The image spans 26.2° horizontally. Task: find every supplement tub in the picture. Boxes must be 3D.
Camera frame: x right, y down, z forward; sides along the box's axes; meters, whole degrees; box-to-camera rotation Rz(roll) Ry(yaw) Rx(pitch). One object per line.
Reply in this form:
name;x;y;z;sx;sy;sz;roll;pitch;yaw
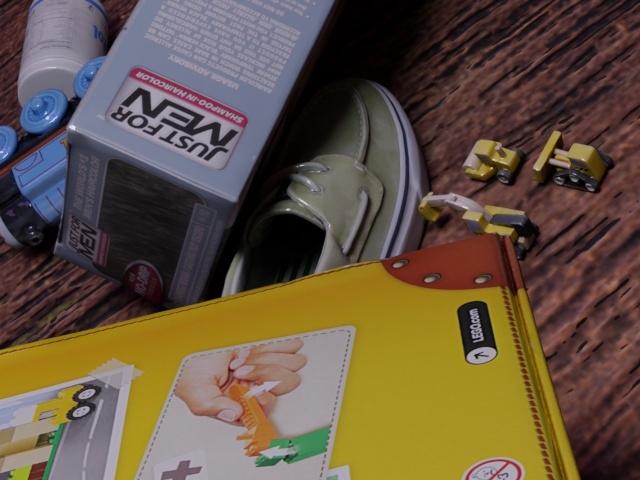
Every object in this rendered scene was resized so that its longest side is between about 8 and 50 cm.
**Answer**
supplement tub;-0.216;-0.156;1.160;0.071;0.071;0.107;-20;47;18

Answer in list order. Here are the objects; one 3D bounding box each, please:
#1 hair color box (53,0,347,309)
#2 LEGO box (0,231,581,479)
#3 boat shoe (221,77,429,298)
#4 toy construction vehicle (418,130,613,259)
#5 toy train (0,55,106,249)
hair color box;-0.048;-0.154;0.946;0.114;0.185;0.374;25;62;-1
LEGO box;-0.067;0.220;0.479;0.373;0.193;0.500;-14;24;7
boat shoe;0.000;0.000;0.867;0.109;0.094;0.302;-12;48;25
toy construction vehicle;0.119;-0.036;0.862;0.098;0.035;0.086;18;66;41
toy train;-0.191;-0.065;1.064;0.184;0.080;0.105;-33;49;5
